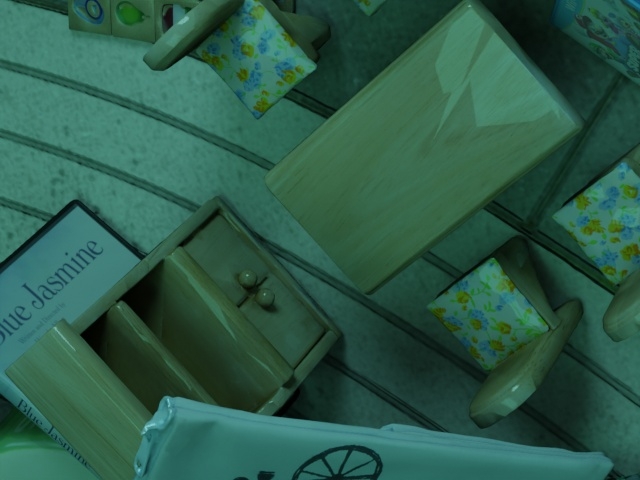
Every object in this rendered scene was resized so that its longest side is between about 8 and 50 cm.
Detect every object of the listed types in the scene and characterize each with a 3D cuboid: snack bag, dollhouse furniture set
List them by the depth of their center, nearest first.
[{"bbox_3d":[0.000,0.000,1.299,0.362,0.256,0.394,48,124,-4],"label":"dollhouse furniture set"},{"bbox_3d":[-0.007,0.232,1.316,0.342,0.037,0.323,9,134,-21],"label":"snack bag"}]

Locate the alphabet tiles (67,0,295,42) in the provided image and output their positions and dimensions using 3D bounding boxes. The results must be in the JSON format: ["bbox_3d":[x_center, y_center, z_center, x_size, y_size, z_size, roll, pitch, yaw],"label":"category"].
[{"bbox_3d":[-0.109,-0.260,1.386,0.198,0.009,0.237,11,116,21],"label":"alphabet tiles"}]

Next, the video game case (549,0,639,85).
[{"bbox_3d":[0.231,-0.124,1.232,0.166,0.119,0.015,37,80,8],"label":"video game case"}]

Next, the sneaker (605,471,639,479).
[{"bbox_3d":[0.263,0.191,1.388,0.223,0.083,0.098,4,93,19],"label":"sneaker"}]

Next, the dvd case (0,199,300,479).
[{"bbox_3d":[-0.160,0.098,1.472,0.253,0.180,0.022,40,141,4],"label":"dvd case"}]

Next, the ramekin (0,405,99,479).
[{"bbox_3d":[-0.175,0.255,1.566,0.303,0.148,0.303,10,116,21],"label":"ramekin"}]
